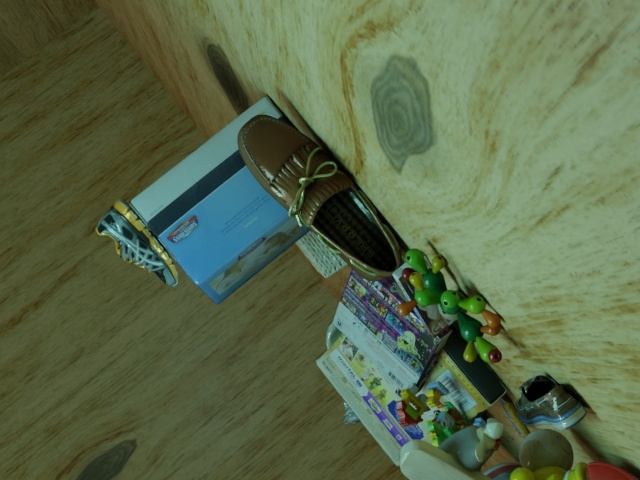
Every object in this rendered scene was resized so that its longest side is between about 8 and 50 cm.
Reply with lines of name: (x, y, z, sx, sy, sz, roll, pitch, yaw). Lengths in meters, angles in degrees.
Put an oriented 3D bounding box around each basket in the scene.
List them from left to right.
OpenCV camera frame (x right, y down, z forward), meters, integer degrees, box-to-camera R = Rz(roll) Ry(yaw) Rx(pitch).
basket: (0.000, 0.000, 2.253, 0.167, 0.103, 0.113, 52, 175, -19)

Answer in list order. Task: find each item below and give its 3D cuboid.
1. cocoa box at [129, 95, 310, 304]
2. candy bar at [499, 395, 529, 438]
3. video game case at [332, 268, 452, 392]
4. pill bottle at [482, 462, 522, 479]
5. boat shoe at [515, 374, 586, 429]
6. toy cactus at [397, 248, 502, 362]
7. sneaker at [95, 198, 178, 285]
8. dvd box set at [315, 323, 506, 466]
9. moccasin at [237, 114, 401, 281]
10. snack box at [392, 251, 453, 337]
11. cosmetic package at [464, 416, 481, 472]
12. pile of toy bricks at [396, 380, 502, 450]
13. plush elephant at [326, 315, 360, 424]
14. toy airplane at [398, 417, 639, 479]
cocoa box: (-0.163, -0.074, 1.843, 0.228, 0.347, 0.231, 50, 174, 13)
candy bar: (0.395, 0.359, 1.840, 0.040, 0.018, 0.161, 45, 171, 50)
video game case: (0.133, 0.169, 1.766, 0.232, 0.042, 0.210, 43, 142, 23)
pill bottle: (0.513, 0.707, 2.124, 0.210, 0.210, 0.363, 55, 173, -32)
boat shoe: (0.336, 0.236, 1.351, 0.066, 0.066, 0.183, 57, 165, 1)
toy cactus: (0.207, 0.112, 1.439, 0.219, 0.112, 0.180, 42, -178, 12)
sneaker: (-0.364, 0.016, 1.807, 0.215, 0.083, 0.084, 53, 173, -24)
dvd box set: (0.172, 0.284, 1.898, 0.307, 0.062, 0.420, 50, 145, 11)
moccasin: (0.000, -0.074, 1.615, 0.380, 0.139, 0.147, 52, 173, -5)
snack box: (0.187, 0.097, 1.586, 0.022, 0.064, 0.178, 40, 167, 49)
cosmetic package: (0.318, 0.595, 2.268, 0.097, 0.377, 0.284, 3, 148, 28)
pile of toy bricks: (0.244, 0.369, 1.718, 0.212, 0.105, 0.118, 44, 141, -17)
plush elephant: (0.160, 0.291, 2.223, 0.272, 0.330, 0.255, 15, -123, -35)
toy airplane: (0.330, 0.431, 1.419, 0.384, 0.272, 0.386, 5, 143, 17)
